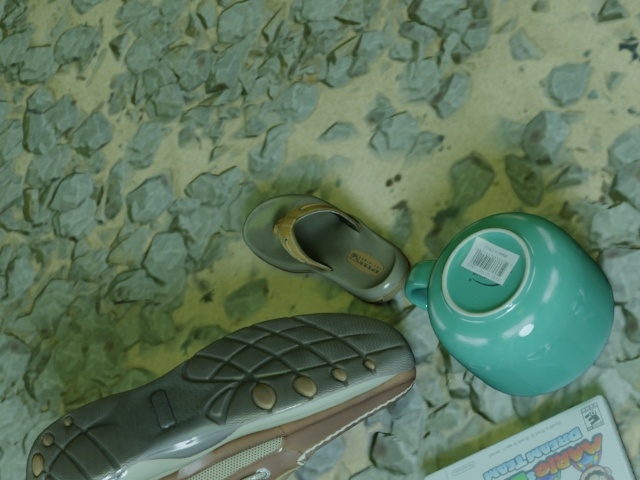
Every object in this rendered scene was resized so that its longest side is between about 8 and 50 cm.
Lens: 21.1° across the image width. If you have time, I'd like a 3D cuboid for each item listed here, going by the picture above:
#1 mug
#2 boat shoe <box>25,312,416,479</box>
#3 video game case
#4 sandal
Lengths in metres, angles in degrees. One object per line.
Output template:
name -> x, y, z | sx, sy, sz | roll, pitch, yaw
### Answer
mug -> 0.136, 0.048, 1.325 | 0.158, 0.097, 0.129 | -24, 54, 21
boat shoe -> -0.073, 0.159, 1.398 | 0.324, 0.116, 0.123 | -20, 35, 1
video game case -> 0.162, 0.207, 1.271 | 0.157, 0.019, 0.143 | -28, 53, 18
sandal -> 0.000, 0.000, 1.476 | 0.180, 0.049, 0.072 | 26, 81, 40
